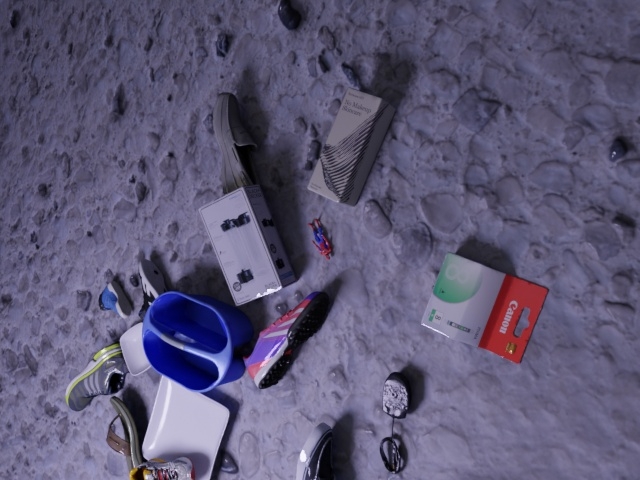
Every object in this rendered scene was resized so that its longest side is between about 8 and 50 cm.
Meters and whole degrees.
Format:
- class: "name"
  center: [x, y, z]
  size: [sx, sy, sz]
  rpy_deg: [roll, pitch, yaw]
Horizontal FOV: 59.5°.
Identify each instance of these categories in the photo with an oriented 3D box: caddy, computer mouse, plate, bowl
- class: "caddy"
  center: [-0.356, 0.278, 1.571]
  size: [0.341, 0.179, 0.242]
  rpy_deg: [17, 94, 31]
- class: "computer mouse"
  center: [0.179, 0.429, 1.325]
  size: [0.071, 0.041, 0.242]
  rpy_deg: [7, 95, 30]
- class: "plate"
  center: [-0.390, 0.562, 1.640]
  size: [0.277, 0.045, 0.278]
  rpy_deg: [19, 96, 30]
- class: "bowl"
  center: [-0.554, 0.338, 1.750]
  size: [0.142, 0.053, 0.142]
  rpy_deg: [-33, 72, 26]

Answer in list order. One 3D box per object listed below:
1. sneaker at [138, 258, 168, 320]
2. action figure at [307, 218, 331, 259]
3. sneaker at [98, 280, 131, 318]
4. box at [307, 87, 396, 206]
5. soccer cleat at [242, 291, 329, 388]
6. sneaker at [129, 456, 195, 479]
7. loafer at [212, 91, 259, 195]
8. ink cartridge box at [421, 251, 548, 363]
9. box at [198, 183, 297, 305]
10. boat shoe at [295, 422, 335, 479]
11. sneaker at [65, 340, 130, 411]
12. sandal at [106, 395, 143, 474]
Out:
- class: "sneaker"
  center: [-0.539, 0.174, 1.747]
  size: [0.121, 0.079, 0.217]
  rpy_deg: [-43, 66, 20]
- class: "action figure"
  center: [0.000, 0.000, 1.476]
  size: [0.038, 0.030, 0.115]
  rpy_deg: [-31, 72, 19]
- class: "sneaker"
  center: [-0.679, 0.215, 1.837]
  size: [0.084, 0.058, 0.152]
  rpy_deg: [-45, 61, 13]
- class: "box"
  center: [0.078, -0.232, 1.413]
  size: [0.113, 0.094, 0.275]
  rpy_deg: [26, 99, 30]
- class: "soccer cleat"
  center: [-0.097, 0.242, 1.466]
  size: [0.116, 0.108, 0.318]
  rpy_deg: [44, 110, 31]
- class: "sneaker"
  center: [-0.446, 0.669, 1.583]
  size: [0.225, 0.092, 0.088]
  rpy_deg: [-15, 77, 28]
- class: "loafer"
  center: [-0.231, -0.271, 1.599]
  size: [0.111, 0.112, 0.320]
  rpy_deg: [-11, 87, 24]
- class: "ink cartridge box"
  center: [0.355, 0.147, 1.235]
  size: [0.224, 0.056, 0.181]
  rpy_deg: [23, 97, 32]
- class: "box"
  center: [-0.197, 0.011, 1.516]
  size: [0.169, 0.087, 0.290]
  rpy_deg: [-23, 89, 27]
- class: "boat shoe"
  center: [-0.004, 0.601, 1.371]
  size: [0.102, 0.108, 0.302]
  rpy_deg: [18, 97, 31]
- class: "sneaker"
  center: [-0.718, 0.465, 1.811]
  size: [0.300, 0.111, 0.121]
  rpy_deg: [-49, 68, 20]
- class: "sandal"
  center: [-0.606, 0.626, 1.714]
  size: [0.120, 0.086, 0.303]
  rpy_deg: [-40, 64, 57]
